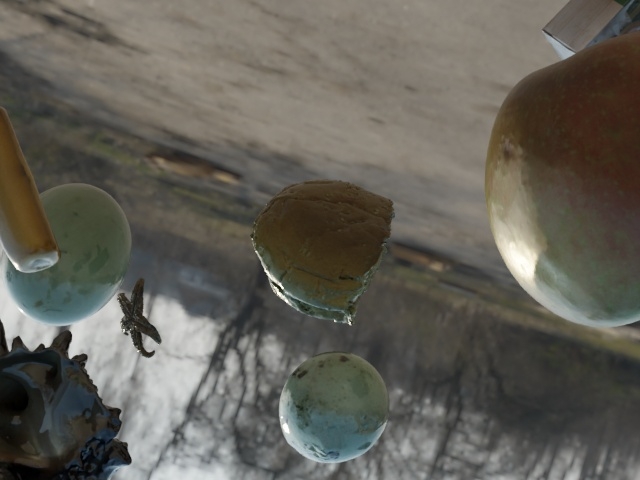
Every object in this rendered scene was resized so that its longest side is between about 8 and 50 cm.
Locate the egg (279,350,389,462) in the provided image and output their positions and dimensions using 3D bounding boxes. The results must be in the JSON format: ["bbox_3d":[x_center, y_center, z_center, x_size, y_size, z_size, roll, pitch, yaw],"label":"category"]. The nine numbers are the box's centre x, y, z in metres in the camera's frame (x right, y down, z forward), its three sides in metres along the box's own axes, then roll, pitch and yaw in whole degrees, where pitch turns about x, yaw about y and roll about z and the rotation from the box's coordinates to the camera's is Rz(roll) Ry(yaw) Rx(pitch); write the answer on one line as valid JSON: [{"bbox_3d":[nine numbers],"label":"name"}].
[{"bbox_3d":[0.012,0.205,1.415,0.131,0.131,0.164,19,136,-7],"label":"egg"}]

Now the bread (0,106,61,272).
[{"bbox_3d":[-0.434,-0.071,1.666,0.074,0.239,0.092,-22,168,-9],"label":"bread"}]

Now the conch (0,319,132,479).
[{"bbox_3d":[-0.330,0.240,1.264,0.186,0.313,0.240,12,180,41],"label":"conch"}]

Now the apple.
[{"bbox_3d":[0.321,-0.074,1.242,0.277,0.319,0.319,62,-178,6],"label":"apple"}]

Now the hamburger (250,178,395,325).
[{"bbox_3d":[0.000,0.000,1.877,0.211,0.132,0.309,18,-147,6],"label":"hamburger"}]

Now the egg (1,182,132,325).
[{"bbox_3d":[-0.416,0.021,1.968,0.203,0.203,0.283,18,-144,-1],"label":"egg"}]

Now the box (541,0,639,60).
[{"bbox_3d":[0.404,-0.294,1.570,0.135,0.199,0.081,38,-172,-48],"label":"box"}]

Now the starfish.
[{"bbox_3d":[-0.207,0.084,1.342,0.028,0.078,0.091,-5,-142,-40],"label":"starfish"}]
